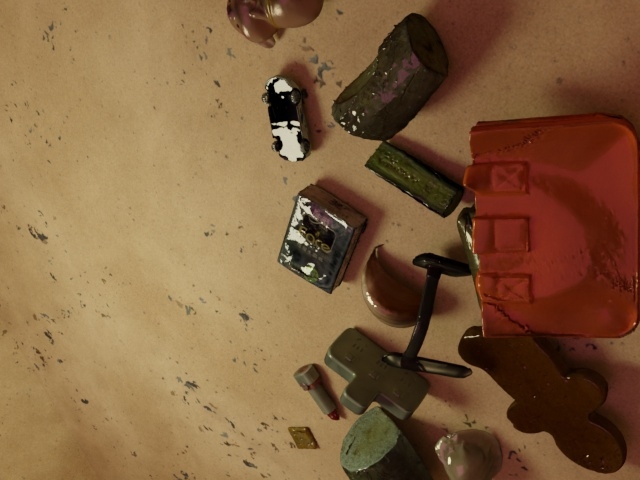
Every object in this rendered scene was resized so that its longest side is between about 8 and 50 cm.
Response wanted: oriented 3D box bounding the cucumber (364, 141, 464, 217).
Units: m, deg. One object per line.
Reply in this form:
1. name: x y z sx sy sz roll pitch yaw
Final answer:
1. cucumber: 0.200 -0.133 1.512 0.211 0.062 0.078 35 99 22

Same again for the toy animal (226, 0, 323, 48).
1. toy animal: -0.093 -0.497 1.447 0.247 0.149 0.165 -2 99 45

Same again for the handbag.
1. handbag: 0.424 -0.020 1.291 0.303 0.116 0.411 -1 107 19

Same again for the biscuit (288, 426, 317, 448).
1. biscuit: -0.056 0.609 2.180 0.083 0.018 0.081 -13 109 41

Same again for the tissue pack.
1. tissue pack: 0.000 0.000 1.726 0.173 0.073 0.236 33 132 14

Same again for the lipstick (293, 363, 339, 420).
1. lipstick: -0.001 0.443 2.013 0.063 0.057 0.186 -25 103 43

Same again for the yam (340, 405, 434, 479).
1. yam: 0.187 0.625 1.889 0.271 0.201 0.202 50 174 -19

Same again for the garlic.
1. garlic: 0.156 0.133 1.667 0.206 0.115 0.128 45 140 9

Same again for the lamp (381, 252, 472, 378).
1. lamp: 0.272 0.177 1.552 0.203 0.124 0.284 14 97 -8

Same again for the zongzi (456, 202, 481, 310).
1. zongzi: 0.414 0.018 1.420 0.255 0.115 0.228 -14 98 26

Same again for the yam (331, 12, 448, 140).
1. yam: 0.142 -0.303 1.391 0.154 0.154 0.254 49 130 1

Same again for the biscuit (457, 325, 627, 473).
1. biscuit: 0.503 0.329 1.560 0.432 0.064 0.283 47 140 5

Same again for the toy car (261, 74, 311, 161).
1. toy car: -0.074 -0.279 1.622 0.095 0.056 0.205 6 116 34

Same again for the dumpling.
1. dumpling: 0.382 0.543 1.767 0.155 0.181 0.111 -44 47 15

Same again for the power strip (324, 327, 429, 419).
1. power strip: 0.124 0.350 1.767 0.264 0.193 0.059 34 134 14
